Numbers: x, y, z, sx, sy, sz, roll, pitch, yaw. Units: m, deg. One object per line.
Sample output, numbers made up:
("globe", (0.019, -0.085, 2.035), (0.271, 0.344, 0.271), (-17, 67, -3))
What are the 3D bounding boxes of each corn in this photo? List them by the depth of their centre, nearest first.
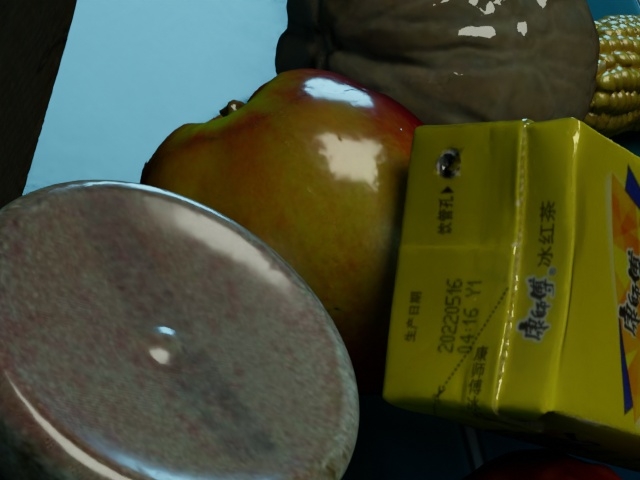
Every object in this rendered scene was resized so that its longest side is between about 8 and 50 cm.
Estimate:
("corn", (0.269, -0.136, 1.420), (0.313, 0.102, 0.102), (-10, 56, -47))

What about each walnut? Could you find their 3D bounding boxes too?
("walnut", (0.083, -0.137, 1.198), (0.224, 0.224, 0.224), (21, 39, -18))

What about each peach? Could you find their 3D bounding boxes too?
("peach", (0.000, 0.000, 1.000), (0.197, 0.197, 0.197), (21, 39, -18))

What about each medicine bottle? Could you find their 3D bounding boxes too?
("medicine bottle", (-0.121, 0.132, 0.639), (0.151, 0.322, 0.151), (21, 40, -19))

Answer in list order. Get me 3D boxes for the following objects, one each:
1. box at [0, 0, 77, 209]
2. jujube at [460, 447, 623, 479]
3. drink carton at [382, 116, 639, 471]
("box", (-0.212, -0.079, 0.833), (0.143, 0.273, 0.184), (21, 37, -2))
("jujube", (0.154, 0.209, 0.907), (0.155, 0.155, 0.230), (-19, 61, -47))
("drink carton", (0.180, 0.051, 0.998), (0.351, 0.111, 0.154), (21, 72, -52))
